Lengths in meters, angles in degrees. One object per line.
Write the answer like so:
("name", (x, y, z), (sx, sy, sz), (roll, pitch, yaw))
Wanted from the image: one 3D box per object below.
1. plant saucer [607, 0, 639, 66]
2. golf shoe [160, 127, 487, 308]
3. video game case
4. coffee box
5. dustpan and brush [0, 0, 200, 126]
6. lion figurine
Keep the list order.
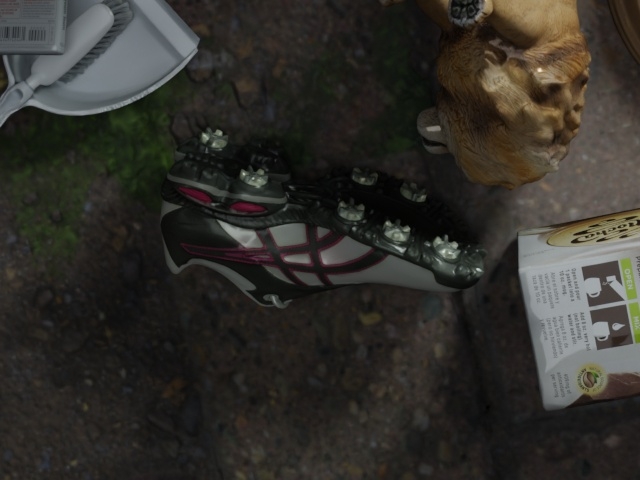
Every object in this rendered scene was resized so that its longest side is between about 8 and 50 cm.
("plant saucer", (0.362, -0.223, 1.384), (0.278, 0.041, 0.278), (1, 101, 5))
("golf shoe", (0.000, 0.000, 1.449), (0.273, 0.105, 0.120), (18, 120, 7))
("video game case", (-0.278, -0.223, 1.437), (0.157, 0.019, 0.143), (2, 85, 14))
("coffee box", (0.309, 0.034, 1.372), (0.297, 0.168, 0.119), (-11, 99, 9))
("dustpan and brush", (-0.223, -0.141, 1.452), (0.211, 0.060, 0.147), (-42, 93, 11))
("lion figurine", (0.152, -0.240, 1.342), (0.142, 0.240, 0.392), (16, 90, 35))
